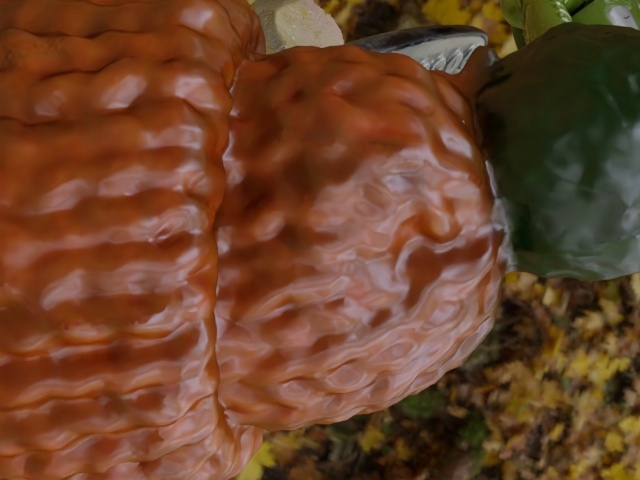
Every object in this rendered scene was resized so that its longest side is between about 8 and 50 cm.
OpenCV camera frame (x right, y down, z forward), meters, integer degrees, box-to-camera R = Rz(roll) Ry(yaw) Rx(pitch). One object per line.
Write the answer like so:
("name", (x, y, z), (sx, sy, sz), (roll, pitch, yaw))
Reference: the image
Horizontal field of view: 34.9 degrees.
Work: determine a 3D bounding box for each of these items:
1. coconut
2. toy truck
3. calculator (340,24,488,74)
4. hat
("coconut", (-0.045, -0.185, 1.042), (0.122, 0.116, 0.116), (-30, -166, 44))
("toy truck", (0.280, -0.243, 1.156), (0.210, 0.148, 0.187), (19, 46, -42))
("calculator", (0.041, -0.107, 0.863), (0.268, 0.040, 0.177), (-18, 151, -39))
("hat", (0.000, 0.000, 0.566), (0.285, 0.400, 0.285), (180, -90, -85))
